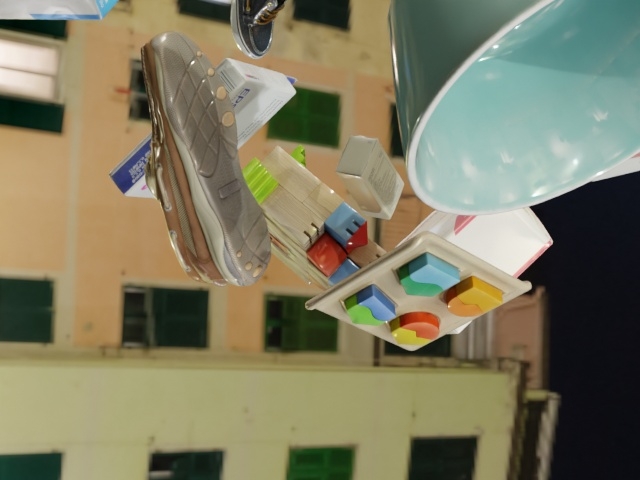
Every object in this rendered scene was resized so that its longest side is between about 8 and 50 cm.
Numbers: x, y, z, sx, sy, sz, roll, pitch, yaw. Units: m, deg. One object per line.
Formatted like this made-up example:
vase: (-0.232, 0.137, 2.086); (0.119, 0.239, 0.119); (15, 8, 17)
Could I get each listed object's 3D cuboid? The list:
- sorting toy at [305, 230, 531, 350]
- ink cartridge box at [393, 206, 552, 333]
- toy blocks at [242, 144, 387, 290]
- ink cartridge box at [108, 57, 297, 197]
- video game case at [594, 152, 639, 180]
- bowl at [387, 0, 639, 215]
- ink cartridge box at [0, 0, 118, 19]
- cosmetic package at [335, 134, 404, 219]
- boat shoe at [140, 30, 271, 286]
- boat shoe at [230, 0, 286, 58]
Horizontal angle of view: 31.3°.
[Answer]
sorting toy: (0.117, 0.071, 1.349); (0.193, 0.208, 0.038); (-33, -130, 36)
ink cartridge box: (0.196, 0.036, 1.740); (0.117, 0.207, 0.283); (49, -12, -5)
toy blocks: (0.000, 0.000, 1.940); (0.261, 0.381, 0.190); (40, -101, 11)
ink cartridge box: (-0.203, -0.204, 2.211); (0.324, 0.330, 0.071); (-42, -105, 18)
video game case: (0.392, -0.152, 1.149); (0.227, 0.206, 0.026); (107, -35, -55)
bowl: (0.178, -0.176, 0.929); (0.311, 0.312, 0.163); (-49, -124, 39)
ink cartridge box: (-0.247, -0.349, 1.110); (0.171, 0.168, 0.232); (6, -132, 29)
cosmetic package: (0.065, -0.081, 1.479); (0.041, 0.115, 0.060); (12, -114, 29)
boat shoe: (-0.166, -0.091, 1.401); (0.116, 0.123, 0.324); (-11, -82, 32)
boat shoe: (-0.081, -0.333, 1.625); (0.083, 0.065, 0.183); (26, -41, 34)
